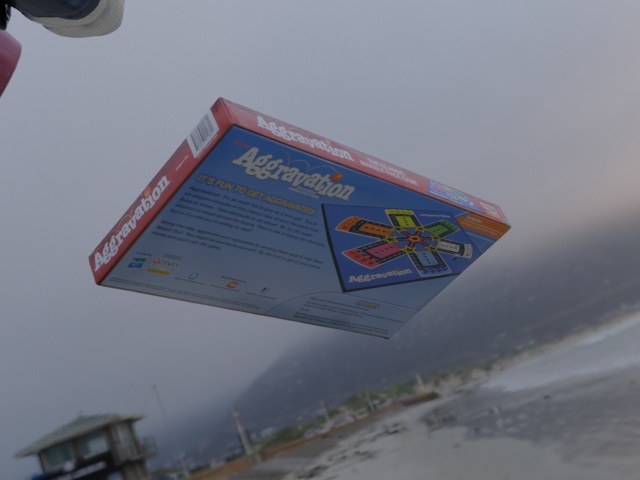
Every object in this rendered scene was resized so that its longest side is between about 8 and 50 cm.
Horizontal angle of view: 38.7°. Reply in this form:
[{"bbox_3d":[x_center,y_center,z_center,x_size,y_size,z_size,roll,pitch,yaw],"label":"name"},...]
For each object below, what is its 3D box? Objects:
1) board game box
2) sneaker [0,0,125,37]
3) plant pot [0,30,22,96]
[{"bbox_3d":[0.000,0.000,0.628,0.281,0.027,0.145,16,-51,-44],"label":"board game box"},{"bbox_3d":[-0.284,-0.307,0.802,0.130,0.322,0.236,-39,-29,3],"label":"sneaker"},{"bbox_3d":[-0.488,-0.239,1.139,0.180,0.201,0.201,29,-42,-32],"label":"plant pot"}]
